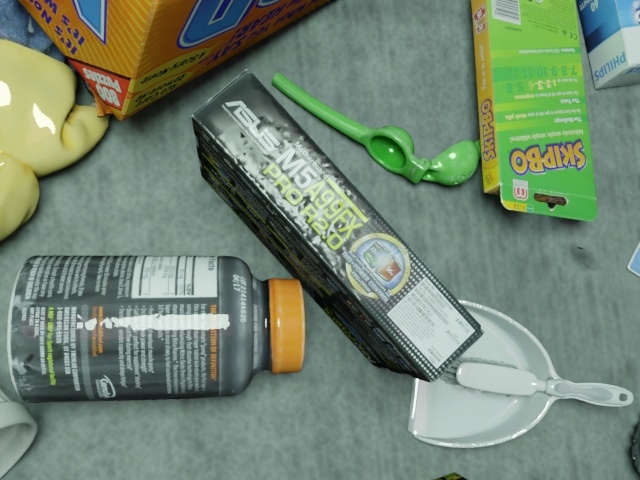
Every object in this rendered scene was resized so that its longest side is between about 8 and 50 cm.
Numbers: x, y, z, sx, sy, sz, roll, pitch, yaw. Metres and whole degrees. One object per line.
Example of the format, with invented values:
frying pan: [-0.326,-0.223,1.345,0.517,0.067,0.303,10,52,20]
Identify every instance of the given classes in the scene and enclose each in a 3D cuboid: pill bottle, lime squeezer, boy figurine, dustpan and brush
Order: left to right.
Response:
boy figurine: [-0.280,-0.128,0.652,0.177,0.092,0.285,11,84,-33]
pill bottle: [-0.138,0.078,0.627,0.245,0.130,0.131,1,83,-8]
lime squeezer: [0.102,-0.114,0.725,0.310,0.059,0.110,4,82,-7]
dustpan and brush: [0.205,0.144,0.704,0.211,0.060,0.148,9,81,-7]

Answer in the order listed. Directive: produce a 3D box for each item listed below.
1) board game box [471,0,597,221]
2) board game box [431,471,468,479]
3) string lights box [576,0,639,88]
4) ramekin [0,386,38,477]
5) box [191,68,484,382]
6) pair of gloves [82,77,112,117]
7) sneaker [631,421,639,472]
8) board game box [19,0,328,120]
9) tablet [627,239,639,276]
board game box: [0.223,-0.147,0.729,0.124,0.039,0.260,6,71,-23]
board game box: [0.080,0.322,0.670,0.170,0.048,0.141,-16,84,-10]
string lights box: [0.358,-0.312,0.778,0.133,0.077,0.260,-8,84,-9]
ramekin: [-0.347,0.173,0.552,0.207,0.207,0.109,-41,80,-11]
box: [0.000,0.000,0.614,0.060,0.216,0.270,-42,89,-10]
pair of gloves: [-0.201,-0.161,0.676,0.010,0.083,0.074,-1,107,26]
sneaker: [0.435,0.161,0.732,0.110,0.107,0.275,43,83,-21]
board game box: [-0.101,-0.389,0.531,0.356,0.356,0.356,-40,90,-30]
tablet: [0.386,0.030,0.773,0.083,0.006,0.054,32,80,-2]
